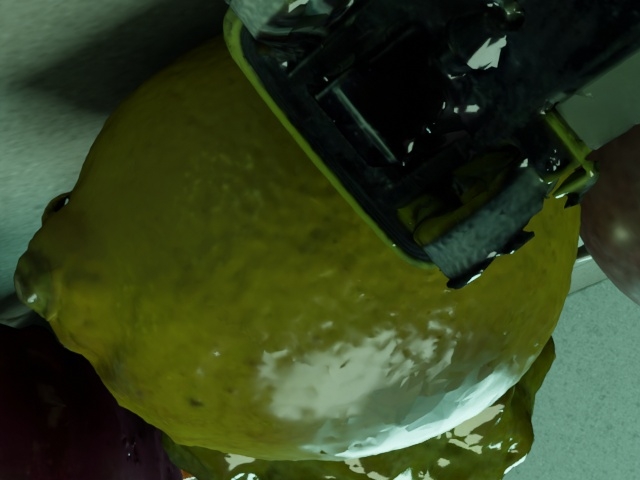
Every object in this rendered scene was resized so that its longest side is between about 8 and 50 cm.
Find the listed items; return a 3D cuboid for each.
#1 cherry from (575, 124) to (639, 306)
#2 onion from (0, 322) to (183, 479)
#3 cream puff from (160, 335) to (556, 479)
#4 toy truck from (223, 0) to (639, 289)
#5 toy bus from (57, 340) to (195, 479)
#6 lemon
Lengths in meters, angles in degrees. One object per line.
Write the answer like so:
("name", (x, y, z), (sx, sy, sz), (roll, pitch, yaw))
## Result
("cherry", (0.236, -0.048, 0.686), (0.285, 0.213, 0.236), (-35, 174, 20))
("onion", (-0.254, 0.195, 0.742), (0.358, 0.345, 0.358), (-3, -176, 0))
("cream puff", (0.014, 0.037, 0.750), (0.282, 0.282, 0.185), (-4, 125, -56))
("toy truck", (0.101, -0.109, 0.371), (0.157, 0.124, 0.272), (-42, -176, -42))
("toy bus", (-0.151, 0.125, 0.977), (0.143, 0.153, 0.329), (-13, 165, -43))
("lemon", (0.000, 0.000, 0.544), (0.256, 0.188, 0.188), (-14, 168, -26))
